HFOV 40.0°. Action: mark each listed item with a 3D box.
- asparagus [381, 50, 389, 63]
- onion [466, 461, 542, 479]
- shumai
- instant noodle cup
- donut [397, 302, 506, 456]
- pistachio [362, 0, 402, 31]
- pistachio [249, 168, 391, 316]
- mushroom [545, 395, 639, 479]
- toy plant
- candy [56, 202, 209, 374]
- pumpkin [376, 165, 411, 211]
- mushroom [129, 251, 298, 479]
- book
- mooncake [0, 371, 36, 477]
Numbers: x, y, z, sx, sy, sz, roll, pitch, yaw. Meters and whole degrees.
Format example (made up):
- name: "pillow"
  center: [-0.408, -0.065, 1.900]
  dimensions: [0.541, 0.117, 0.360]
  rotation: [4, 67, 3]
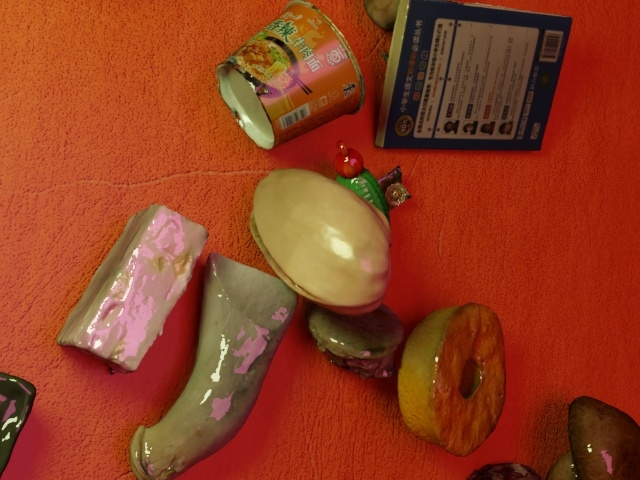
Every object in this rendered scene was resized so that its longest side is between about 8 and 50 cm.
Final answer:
- name: "asparagus"
  center: [0.172, -0.318, 1.790]
  dimensions: [0.166, 0.013, 0.016]
  rotation: [54, 53, -15]
- name: "onion"
  center: [0.380, 0.531, 1.780]
  dimensions: [0.206, 0.098, 0.151]
  rotation: [-21, 94, -30]
- name: "shumai"
  center: [0.058, 0.181, 1.624]
  dimensions: [0.201, 0.201, 0.120]
  rotation: [-1, 126, -30]
- name: "instant noodle cup"
  center: [-0.061, -0.277, 1.545]
  dimensions: [0.182, 0.230, 0.230]
  rotation: [-36, 103, -17]
- name: "donut"
  center: [0.249, 0.258, 1.678]
  dimensions: [0.303, 0.110, 0.302]
  rotation: [-4, 95, -54]
- name: "pistachio"
  center: [0.167, -0.516, 1.741]
  dimensions: [0.138, 0.153, 0.237]
  rotation: [22, 67, 15]
- name: "pistachio"
  center: [0.000, 0.000, 1.516]
  dimensions: [0.214, 0.318, 0.193]
  rotation: [-32, 145, -31]
- name: "mushroom"
  center: [0.580, 0.478, 1.826]
  dimensions: [0.283, 0.195, 0.263]
  rotation: [-65, 156, -20]
- name: "toy plant"
  center: [0.069, -0.084, 1.633]
  dimensions: [0.088, 0.154, 0.240]
  rotation: [-26, 107, -3]
- name: "candy"
  center: [-0.296, 0.078, 1.402]
  dimensions: [0.116, 0.155, 0.265]
  rotation: [35, 69, -19]
- name: "pumpkin"
  center: [0.125, -0.093, 1.729]
  dimensions: [0.101, 0.035, 0.073]
  rotation: [-30, 106, -7]
- name: "mushroom"
  center: [-0.181, 0.234, 1.473]
  dimensions: [0.177, 0.126, 0.396]
  rotation: [25, 74, -15]
- name: "book"
  center: [0.317, -0.327, 1.790]
  dimensions: [0.428, 0.039, 0.299]
  rotation: [-2, 113, -30]
- name: "mooncake"
  center: [-0.485, 0.273, 1.269]
  dimensions: [0.104, 0.175, 0.168]
  rotation: [34, 111, -27]
